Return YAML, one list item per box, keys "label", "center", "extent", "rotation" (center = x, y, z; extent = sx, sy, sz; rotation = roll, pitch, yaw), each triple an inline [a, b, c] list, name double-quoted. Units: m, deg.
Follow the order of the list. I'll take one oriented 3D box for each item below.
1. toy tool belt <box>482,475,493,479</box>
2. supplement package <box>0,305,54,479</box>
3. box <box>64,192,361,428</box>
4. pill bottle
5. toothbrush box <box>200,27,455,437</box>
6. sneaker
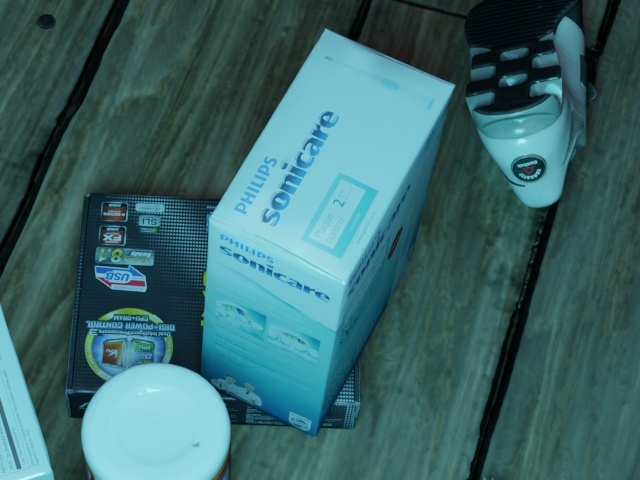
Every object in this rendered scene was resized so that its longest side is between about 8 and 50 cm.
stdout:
- label: "toy tool belt"
  center: [0.150, 0.239, 1.604]
  extent: [0.083, 0.051, 0.052]
  rotation: [4, 59, -2]
- label: "supplement package"
  center: [-0.310, 0.180, 1.484]
  extent: [0.145, 0.262, 0.204]
  rotation: [-16, 61, -14]
- label: "box"
  center: [-0.097, 0.065, 1.685]
  extent: [0.270, 0.060, 0.216]
  rotation: [3, 59, -2]
- label: "pill bottle"
  center: [-0.136, 0.203, 1.506]
  extent: [0.121, 0.221, 0.121]
  rotation: [2, 59, -3]
- label: "toothbrush box"
  center: [0.000, 0.000, 1.526]
  extent: [0.126, 0.295, 0.216]
  rotation: [24, 60, 10]
- label: "sneaker"
  center: [0.215, -0.153, 1.821]
  extent: [0.122, 0.146, 0.330]
  rotation: [-8, 33, 20]
